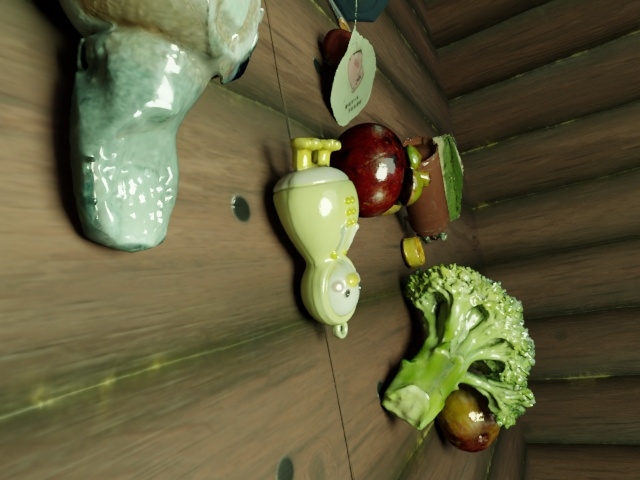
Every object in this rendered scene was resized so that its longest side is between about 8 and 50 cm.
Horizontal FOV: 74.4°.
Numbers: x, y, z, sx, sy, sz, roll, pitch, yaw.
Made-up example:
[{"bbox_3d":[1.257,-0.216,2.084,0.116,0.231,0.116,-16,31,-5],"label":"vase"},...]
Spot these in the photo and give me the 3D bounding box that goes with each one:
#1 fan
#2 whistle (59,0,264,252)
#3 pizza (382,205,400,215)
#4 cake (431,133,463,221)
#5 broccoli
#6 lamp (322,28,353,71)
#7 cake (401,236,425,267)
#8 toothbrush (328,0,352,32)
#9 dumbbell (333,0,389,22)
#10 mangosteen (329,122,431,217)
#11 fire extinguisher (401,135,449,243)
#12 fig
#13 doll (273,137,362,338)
[{"bbox_3d":[0.072,-0.381,0.845,0.182,0.010,0.310,-48,151,-32],"label":"fan"},{"bbox_3d":[-0.161,-0.166,0.378,0.189,0.189,0.349,15,87,-59],"label":"whistle"},{"bbox_3d":[0.126,-0.137,0.969,0.182,0.062,0.162,-9,92,-57],"label":"pizza"},{"bbox_3d":[0.365,-0.153,1.311,0.172,0.157,0.284,35,49,-53],"label":"cake"},{"bbox_3d":[0.272,0.209,0.926,0.396,0.275,0.353,1,38,-24],"label":"broccoli"},{"bbox_3d":[0.048,-0.406,0.909,0.101,0.090,0.101,42,2,-2],"label":"lamp"},{"bbox_3d":[0.246,0.032,1.122,0.084,0.044,0.084,39,44,-51],"label":"cake"},{"bbox_3d":[0.067,-0.532,1.071,0.321,0.023,0.031,39,52,-48],"label":"toothbrush"},{"bbox_3d":[0.109,-0.727,1.112,0.144,0.160,0.325,19,56,-21],"label":"dumbbell"},{"bbox_3d":[0.107,-0.125,0.777,0.199,0.199,0.200,35,48,-51],"label":"mangosteen"},{"bbox_3d":[0.253,-0.106,1.077,0.147,0.106,0.337,41,-17,43],"label":"fire extinguisher"},{"bbox_3d":[0.367,0.401,1.087,0.257,0.159,0.159,-85,150,-59],"label":"fig"},{"bbox_3d":[0.011,-0.001,0.620,0.141,0.117,0.297,-20,96,-59],"label":"doll"}]
